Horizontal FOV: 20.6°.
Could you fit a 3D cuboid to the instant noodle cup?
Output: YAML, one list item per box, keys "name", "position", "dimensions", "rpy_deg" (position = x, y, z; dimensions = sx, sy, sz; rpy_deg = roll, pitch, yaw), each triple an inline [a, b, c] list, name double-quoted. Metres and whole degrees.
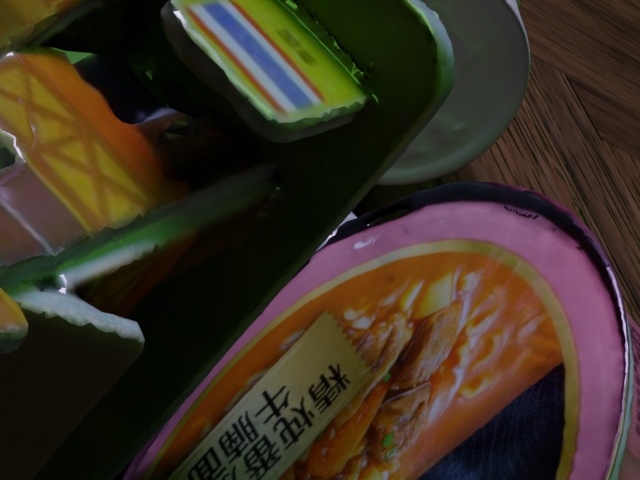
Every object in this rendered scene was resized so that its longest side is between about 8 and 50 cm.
- name: "instant noodle cup"
  position: [0.079, 0.145, 0.575]
  dimensions: [0.255, 0.244, 0.244]
  rpy_deg: [39, 24, -29]

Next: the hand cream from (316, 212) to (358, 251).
- name: "hand cream"
  position: [0.000, 0.000, 0.875]
  dimensions: [0.067, 0.042, 0.194]
  rpy_deg: [-8, 50, -49]

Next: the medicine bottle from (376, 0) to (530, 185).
- name: "medicine bottle"
  position: [0.026, -0.169, 1.019]
  dimensions: [0.170, 0.170, 0.293]
  rpy_deg: [30, 28, -25]

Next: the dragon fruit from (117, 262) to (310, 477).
- name: "dragon fruit"
  position: [-0.072, 0.021, 0.729]
  dimensions: [0.192, 0.122, 0.092]
  rpy_deg: [50, -13, 22]

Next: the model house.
- name: "model house"
  position: [-0.199, -0.070, 0.474]
  dimensions: [0.357, 0.242, 0.313]
  rpy_deg: [49, 29, 9]
